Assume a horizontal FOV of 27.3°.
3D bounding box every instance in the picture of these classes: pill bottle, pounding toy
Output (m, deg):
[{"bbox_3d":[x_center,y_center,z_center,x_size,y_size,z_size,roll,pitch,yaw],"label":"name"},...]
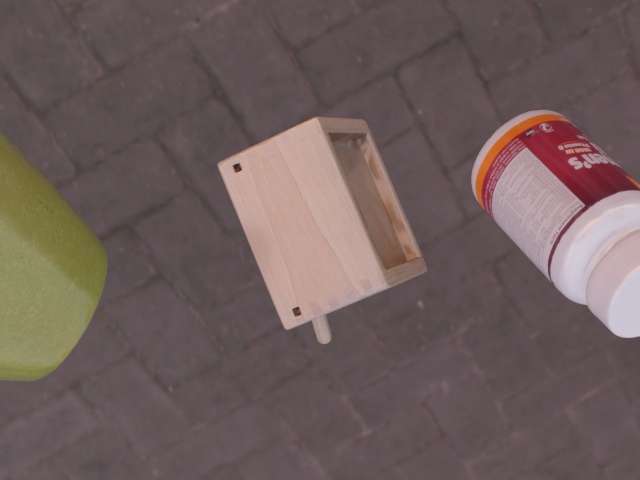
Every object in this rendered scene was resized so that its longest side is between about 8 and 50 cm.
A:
[{"bbox_3d":[0.245,-0.017,1.228,0.121,0.221,0.121,-18,135,-20],"label":"pill bottle"},{"bbox_3d":[0.000,0.000,0.850,0.100,0.130,0.141,-23,177,17],"label":"pounding toy"}]

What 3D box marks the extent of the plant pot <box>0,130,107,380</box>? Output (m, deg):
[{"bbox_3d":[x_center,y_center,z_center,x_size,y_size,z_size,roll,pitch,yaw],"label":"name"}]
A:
[{"bbox_3d":[-0.329,-0.006,1.059,0.293,0.275,0.275,31,111,-30],"label":"plant pot"}]
